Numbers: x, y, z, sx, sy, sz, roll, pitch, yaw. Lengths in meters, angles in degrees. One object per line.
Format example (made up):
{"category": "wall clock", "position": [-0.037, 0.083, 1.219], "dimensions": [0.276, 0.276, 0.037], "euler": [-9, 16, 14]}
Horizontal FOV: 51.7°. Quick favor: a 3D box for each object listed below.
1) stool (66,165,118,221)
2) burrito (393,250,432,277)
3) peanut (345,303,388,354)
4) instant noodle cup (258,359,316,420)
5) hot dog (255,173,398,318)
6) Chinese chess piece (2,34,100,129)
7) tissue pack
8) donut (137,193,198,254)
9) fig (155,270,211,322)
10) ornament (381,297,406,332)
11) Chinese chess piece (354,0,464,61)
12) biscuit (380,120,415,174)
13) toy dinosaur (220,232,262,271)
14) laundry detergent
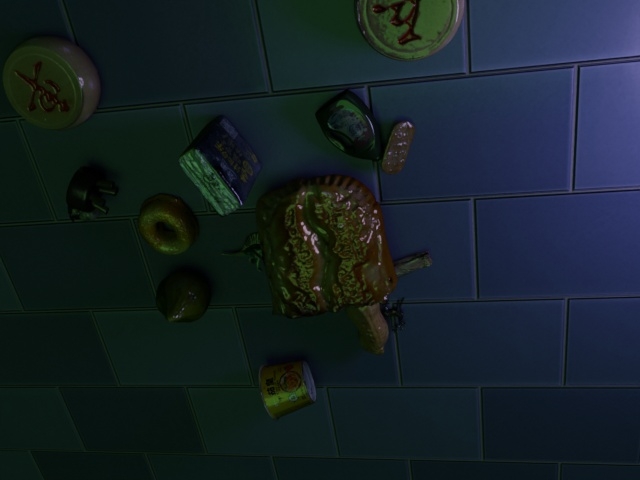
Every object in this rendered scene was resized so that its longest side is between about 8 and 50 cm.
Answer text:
{"category": "stool", "position": [-0.662, -0.121, 1.897], "dimensions": [0.121, 0.125, 0.217], "euler": [22, 131, -5]}
{"category": "burrito", "position": [0.238, 0.075, 1.889], "dimensions": [0.171, 0.042, 0.051], "euler": [-23, 117, 19]}
{"category": "peanut", "position": [0.141, 0.237, 1.965], "dimensions": [0.101, 0.117, 0.263], "euler": [-31, 119, -14]}
{"category": "instant noodle cup", "position": [-0.099, 0.469, 2.114], "dimensions": [0.144, 0.182, 0.182], "euler": [-18, 116, 9]}
{"category": "hot dog", "position": [0.000, 0.000, 1.804], "dimensions": [0.367, 0.196, 0.366], "euler": [-11, 113, 9]}
{"category": "Chinese chess piece", "position": [-0.710, -0.413, 1.746], "dimensions": [0.250, 0.097, 0.251], "euler": [5, 120, 8]}
{"category": "tissue pack", "position": [-0.248, -0.198, 1.691], "dimensions": [0.081, 0.257, 0.185], "euler": [-30, 111, 22]}
{"category": "donut", "position": [-0.452, -0.037, 1.931], "dimensions": [0.174, 0.075, 0.190], "euler": [-13, 117, 17]}
{"category": "fig", "position": [-0.413, 0.166, 1.977], "dimensions": [0.167, 0.233, 0.167], "euler": [1, 82, -6]}
{"category": "ornament", "position": [0.220, 0.227, 1.989], "dimensions": [0.073, 0.028, 0.125], "euler": [-1, 118, 10]}
{"category": "Chinese chess piece", "position": [0.201, -0.536, 1.501], "dimensions": [0.249, 0.103, 0.250], "euler": [6, 122, 9]}
{"category": "biscuit", "position": [0.199, -0.238, 1.701], "dimensions": [0.071, 0.018, 0.147], "euler": [5, 115, -26]}
{"category": "toy dinosaur", "position": [-0.195, 0.025, 1.945], "dimensions": [0.187, 0.044, 0.106], "euler": [21, 109, 12]}
{"category": "laundry detergent", "position": [0.089, -0.275, 1.700], "dimensions": [0.137, 0.063, 0.211], "euler": [-29, 113, 28]}
